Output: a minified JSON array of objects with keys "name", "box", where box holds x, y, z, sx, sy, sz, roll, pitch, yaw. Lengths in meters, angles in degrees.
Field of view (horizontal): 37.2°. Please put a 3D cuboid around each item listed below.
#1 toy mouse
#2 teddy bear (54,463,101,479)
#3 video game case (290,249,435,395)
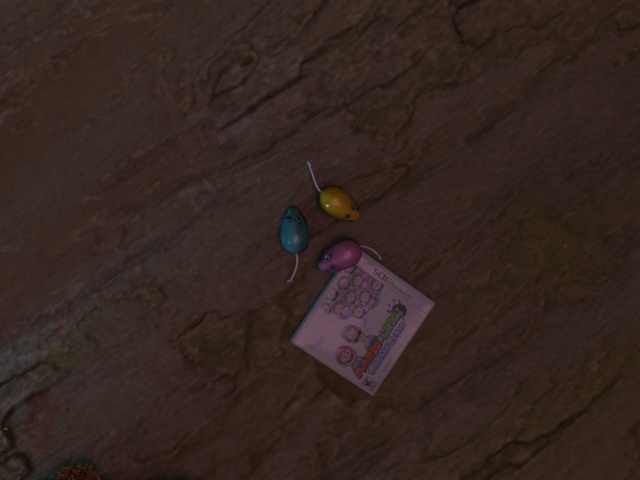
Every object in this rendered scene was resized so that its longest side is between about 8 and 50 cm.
[{"name":"toy mouse","box":[0.000,0.000,1.258,0.161,0.031,0.143,40,90,-5]},{"name":"teddy bear","box":[-0.216,0.419,1.206,0.337,0.113,0.245,10,72,-11]},{"name":"video game case","box":[0.059,0.111,1.303,0.143,0.019,0.157,35,88,-15]}]
